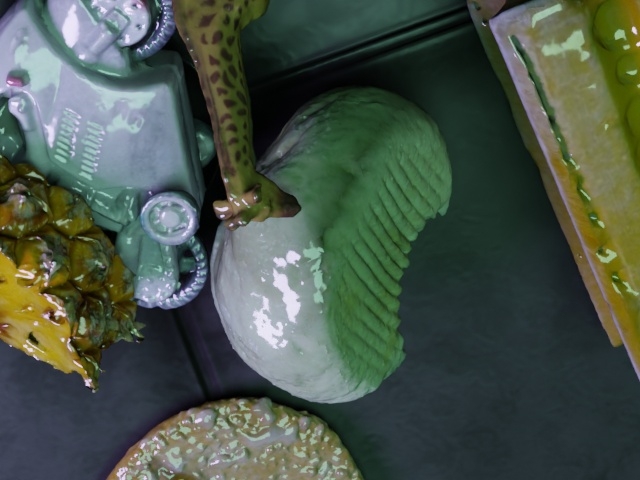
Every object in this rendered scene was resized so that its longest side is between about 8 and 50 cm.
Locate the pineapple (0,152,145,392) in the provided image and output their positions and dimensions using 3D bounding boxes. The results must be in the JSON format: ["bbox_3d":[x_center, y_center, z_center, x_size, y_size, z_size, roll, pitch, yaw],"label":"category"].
[{"bbox_3d":[-0.220,-0.005,1.143,0.233,0.079,0.135,19,130,10],"label":"pineapple"}]

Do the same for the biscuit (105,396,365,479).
[{"bbox_3d":[-0.068,0.214,1.352,0.220,0.033,0.219,-5,113,-11],"label":"biscuit"}]

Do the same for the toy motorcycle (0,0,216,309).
[{"bbox_3d":[-0.159,-0.065,1.185,0.171,0.110,0.260,-1,121,7],"label":"toy motorcycle"}]

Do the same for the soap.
[{"bbox_3d":[0.291,-0.085,1.231,0.293,0.156,0.335,-26,115,4],"label":"soap"}]

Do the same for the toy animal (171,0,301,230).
[{"bbox_3d":[-0.047,-0.143,1.114,0.149,0.275,0.054,29,149,-28],"label":"toy animal"}]

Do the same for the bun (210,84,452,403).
[{"bbox_3d":[0.000,0.000,1.210,0.127,0.212,0.204,16,144,25],"label":"bun"}]
